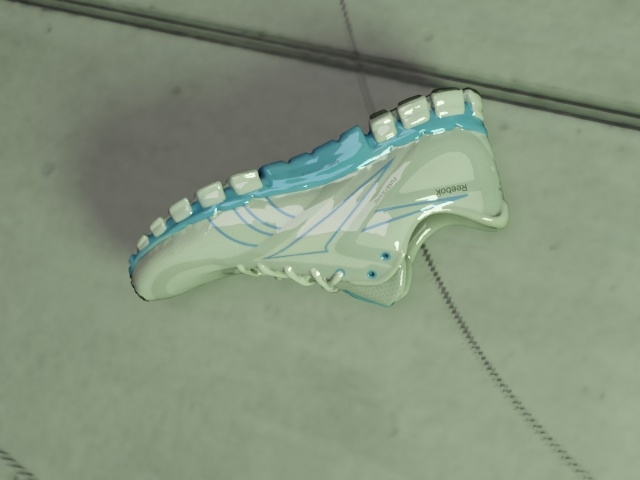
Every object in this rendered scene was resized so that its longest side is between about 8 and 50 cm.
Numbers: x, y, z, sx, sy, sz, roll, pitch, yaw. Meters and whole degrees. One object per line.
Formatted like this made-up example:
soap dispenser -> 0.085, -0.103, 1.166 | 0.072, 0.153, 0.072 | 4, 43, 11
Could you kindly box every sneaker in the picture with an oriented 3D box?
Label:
sneaker -> 0.000, 0.000, 0.442 | 0.191, 0.071, 0.083 | -23, 81, 10
